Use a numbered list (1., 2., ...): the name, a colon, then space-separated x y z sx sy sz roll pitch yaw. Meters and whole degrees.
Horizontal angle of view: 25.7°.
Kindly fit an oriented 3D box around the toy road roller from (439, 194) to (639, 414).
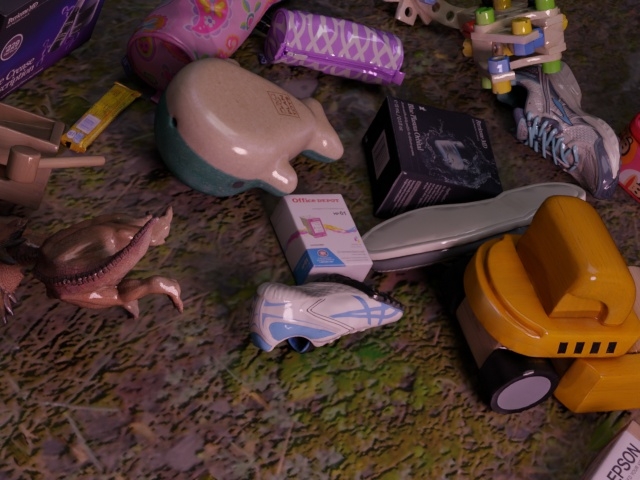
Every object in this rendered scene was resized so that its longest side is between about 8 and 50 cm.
1. toy road roller: 0.332 0.073 1.757 0.329 0.240 0.202 2 49 -27

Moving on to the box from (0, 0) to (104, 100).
1. box: -0.376 -0.295 1.774 0.103 0.184 0.261 34 43 7

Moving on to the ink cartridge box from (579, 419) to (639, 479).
1. ink cartridge box: 0.373 0.349 1.625 0.193 0.088 0.235 40 44 10

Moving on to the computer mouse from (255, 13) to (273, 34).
1. computer mouse: -0.168 -0.368 2.076 0.242 0.041 0.071 35 25 -1

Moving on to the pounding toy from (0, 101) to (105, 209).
1. pounding toy: -0.345 -0.082 1.600 0.181 0.094 0.206 18 14 -12

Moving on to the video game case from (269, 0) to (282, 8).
1. video game case: -0.107 -0.479 2.174 0.244 0.061 0.269 36 35 9

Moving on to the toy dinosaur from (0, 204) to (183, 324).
1. toy dinosaur: -0.267 0.027 1.502 0.200 0.296 0.127 -1 89 -26

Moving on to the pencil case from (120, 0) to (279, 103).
1. pencil case: -0.152 -0.307 1.933 0.124 0.124 0.284 32 52 3

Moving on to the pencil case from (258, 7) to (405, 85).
1. pencil case: 0.019 -0.280 2.046 0.206 0.086 0.088 7 32 -22

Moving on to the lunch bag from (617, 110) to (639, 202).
1. lunch bag: 0.608 -0.117 2.194 0.258 0.120 0.293 46 46 12

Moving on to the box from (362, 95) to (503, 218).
1. box: 0.154 -0.103 1.944 0.158 0.093 0.156 11 45 -20

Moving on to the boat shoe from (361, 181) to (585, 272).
1. boat shoe: 0.204 0.006 1.847 0.319 0.099 0.116 -14 26 -15

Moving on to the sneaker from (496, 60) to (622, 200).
1. sneaker: 0.352 -0.157 2.116 0.122 0.110 0.283 -8 45 -19

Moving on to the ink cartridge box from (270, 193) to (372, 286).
1. ink cartridge box: 0.000 0.000 1.789 0.088 0.052 0.122 -2 49 -30

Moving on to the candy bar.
1. candy bar: -0.284 -0.162 1.818 0.040 0.018 0.161 29 42 5

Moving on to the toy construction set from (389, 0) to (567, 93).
1. toy construction set: 0.249 -0.332 2.167 0.215 0.151 0.328 -24 41 -27

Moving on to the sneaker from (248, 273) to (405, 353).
1. sneaker: 0.006 0.091 1.699 0.237 0.086 0.085 0 20 -44

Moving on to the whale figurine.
1. whale figurine: -0.097 -0.135 1.820 0.272 0.141 0.216 -2 56 -48
